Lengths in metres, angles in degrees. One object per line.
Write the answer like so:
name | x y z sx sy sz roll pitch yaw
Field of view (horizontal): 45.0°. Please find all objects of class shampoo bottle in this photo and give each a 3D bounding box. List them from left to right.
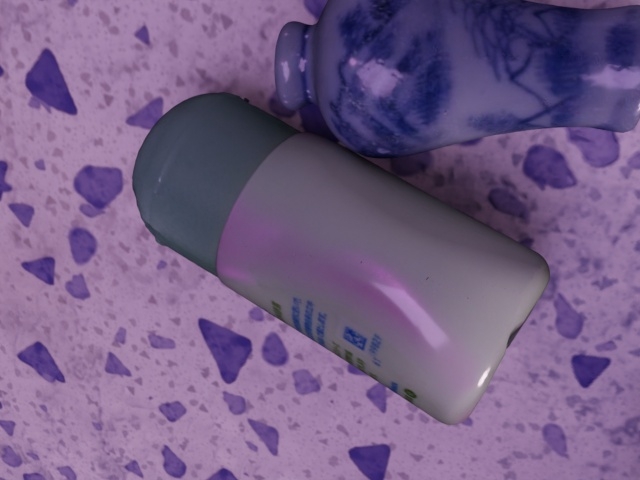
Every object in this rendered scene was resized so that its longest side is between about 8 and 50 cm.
shampoo bottle | 0.000 0.000 0.638 0.349 0.222 0.151 30 84 16

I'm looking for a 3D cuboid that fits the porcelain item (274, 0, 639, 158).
porcelain item | 0.098 -0.127 0.563 0.258 0.141 0.141 3 118 10
